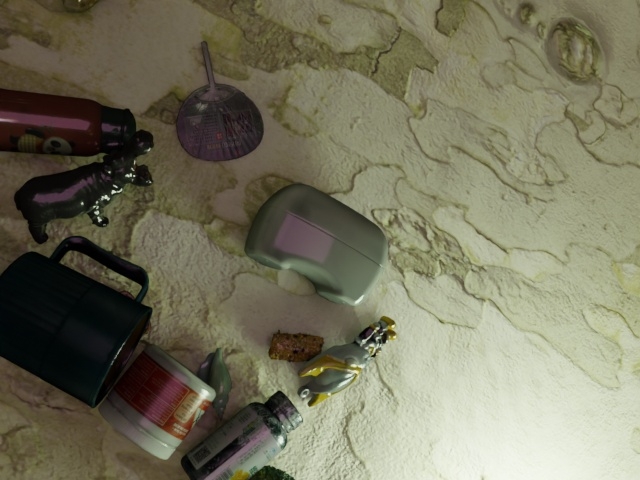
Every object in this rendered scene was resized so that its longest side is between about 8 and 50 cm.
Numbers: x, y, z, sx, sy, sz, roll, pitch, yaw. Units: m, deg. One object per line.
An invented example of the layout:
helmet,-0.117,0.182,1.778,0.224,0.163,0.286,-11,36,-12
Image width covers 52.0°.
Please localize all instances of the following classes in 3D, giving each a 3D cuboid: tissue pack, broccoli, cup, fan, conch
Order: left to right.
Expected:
cup,-0.538,0.158,1.417,0.292,0.242,0.307,27,85,-3
conch,-0.260,0.358,1.625,0.065,0.088,0.180,9,73,-62
fan,-0.242,-0.339,1.691,0.223,0.012,0.294,18,82,-17
broccoli,-0.122,0.661,1.599,0.194,0.194,0.219,-23,56,-19
tissue pack,0.000,0.000,1.639,0.333,0.229,0.236,29,80,-15

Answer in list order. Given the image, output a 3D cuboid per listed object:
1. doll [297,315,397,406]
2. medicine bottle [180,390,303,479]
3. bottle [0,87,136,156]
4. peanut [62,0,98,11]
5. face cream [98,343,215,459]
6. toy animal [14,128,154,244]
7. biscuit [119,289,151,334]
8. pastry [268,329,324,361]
doll,0.071,0.315,1.715,0.316,0.145,0.103,-35,72,-23
medicine bottle,-0.183,0.493,1.594,0.293,0.141,0.141,-37,99,-17
bottle,-0.595,-0.266,1.497,0.336,0.144,0.143,1,86,-20
peanut,-0.531,-0.627,1.568,0.214,0.099,0.099,-36,98,-16
face cream,-0.370,0.366,1.506,0.201,0.201,0.187,40,75,-13
toy animal,-0.517,-0.122,1.501,0.343,0.106,0.168,-28,136,-9
biscuit,-0.515,0.213,1.553,0.205,0.031,0.138,-35,89,-17
pastry,-0.063,0.276,1.696,0.140,0.056,0.080,12,82,-15
